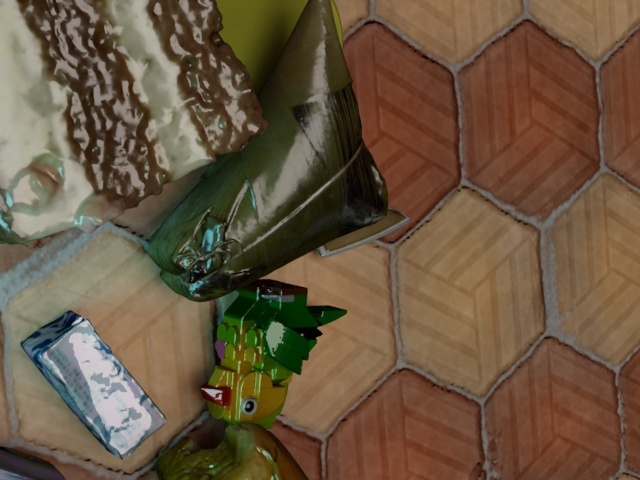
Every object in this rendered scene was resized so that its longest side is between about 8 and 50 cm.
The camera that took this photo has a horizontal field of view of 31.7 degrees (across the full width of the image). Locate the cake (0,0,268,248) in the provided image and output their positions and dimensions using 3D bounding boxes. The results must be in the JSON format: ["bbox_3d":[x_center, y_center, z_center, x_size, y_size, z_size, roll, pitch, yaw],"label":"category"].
[{"bbox_3d":[-0.258,-0.159,1.099,0.290,0.256,0.282,-28,105,-32],"label":"cake"}]

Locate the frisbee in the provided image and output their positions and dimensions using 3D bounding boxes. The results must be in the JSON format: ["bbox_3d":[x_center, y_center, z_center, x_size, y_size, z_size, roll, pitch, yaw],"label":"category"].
[{"bbox_3d":[-0.065,-0.212,1.308,0.236,0.017,0.235,-15,115,-35],"label":"frisbee"}]

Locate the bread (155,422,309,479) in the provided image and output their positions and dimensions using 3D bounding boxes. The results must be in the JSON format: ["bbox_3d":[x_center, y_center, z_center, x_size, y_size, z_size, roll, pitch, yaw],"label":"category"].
[{"bbox_3d":[-0.045,0.363,1.277,0.149,0.195,0.344,-30,108,-19],"label":"bread"}]

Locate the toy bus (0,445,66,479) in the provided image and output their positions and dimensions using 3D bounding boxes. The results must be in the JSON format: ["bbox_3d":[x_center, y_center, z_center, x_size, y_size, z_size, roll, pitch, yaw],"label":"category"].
[{"bbox_3d":[-0.406,0.217,1.096,0.317,0.138,0.112,30,76,-29],"label":"toy bus"}]

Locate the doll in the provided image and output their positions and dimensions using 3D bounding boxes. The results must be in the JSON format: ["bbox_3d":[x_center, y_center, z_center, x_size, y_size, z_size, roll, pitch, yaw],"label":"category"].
[{"bbox_3d":[-0.063,0.130,1.306,0.134,0.106,0.186,37,74,-37],"label":"doll"}]

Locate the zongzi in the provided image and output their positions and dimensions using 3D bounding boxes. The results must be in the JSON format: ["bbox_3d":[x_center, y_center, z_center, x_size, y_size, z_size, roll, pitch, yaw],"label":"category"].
[{"bbox_3d":[-0.076,-0.105,1.237,0.274,0.145,0.300,-27,123,-27],"label":"zongzi"}]

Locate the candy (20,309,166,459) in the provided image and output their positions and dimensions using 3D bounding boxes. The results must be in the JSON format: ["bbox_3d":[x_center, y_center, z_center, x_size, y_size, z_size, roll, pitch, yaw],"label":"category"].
[{"bbox_3d":[-0.243,0.156,1.213,0.073,0.092,0.160,-42,109,-20],"label":"candy"}]

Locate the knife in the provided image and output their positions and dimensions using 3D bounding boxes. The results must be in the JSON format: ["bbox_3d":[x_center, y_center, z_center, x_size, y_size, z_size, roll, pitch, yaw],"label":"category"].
[{"bbox_3d":[0.000,0.001,1.382,0.256,0.022,0.046,-16,68,-26],"label":"knife"}]
